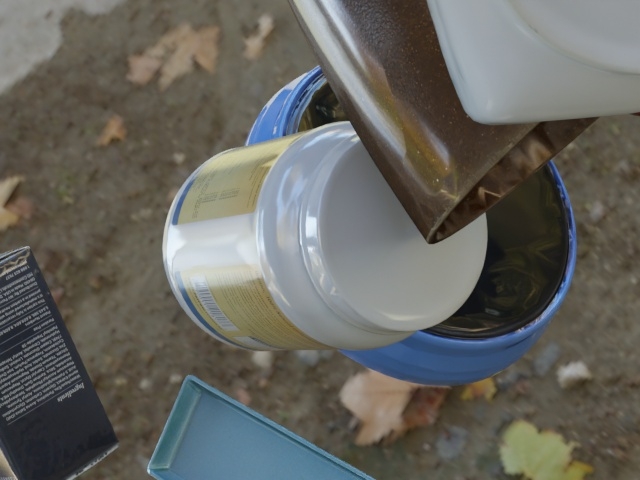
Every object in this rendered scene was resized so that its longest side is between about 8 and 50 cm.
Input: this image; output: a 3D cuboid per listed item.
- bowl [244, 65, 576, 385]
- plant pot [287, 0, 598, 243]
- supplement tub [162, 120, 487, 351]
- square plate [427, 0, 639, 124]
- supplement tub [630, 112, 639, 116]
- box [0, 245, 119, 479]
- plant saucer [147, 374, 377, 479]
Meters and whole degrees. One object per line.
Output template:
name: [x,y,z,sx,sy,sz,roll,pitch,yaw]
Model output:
bowl: [0.104,-0.037,1.629,0.077,0.391,0.391,-47,40,50]
plant pot: [0.066,-0.154,0.825,0.215,0.215,0.230,-42,82,9]
supplement tub: [0.000,0.000,0.981,0.200,0.144,0.144,-7,61,59]
square plate: [0.151,-0.173,0.400,0.344,0.347,0.049,-3,40,26]
supplement tub: [0.338,-0.228,1.503,0.106,0.198,0.106,-3,28,1]
box: [-0.299,0.126,1.374,0.153,0.108,0.207,-14,103,48]
plant saucer: [-0.025,0.142,0.877,0.192,0.018,0.067,23,90,43]
